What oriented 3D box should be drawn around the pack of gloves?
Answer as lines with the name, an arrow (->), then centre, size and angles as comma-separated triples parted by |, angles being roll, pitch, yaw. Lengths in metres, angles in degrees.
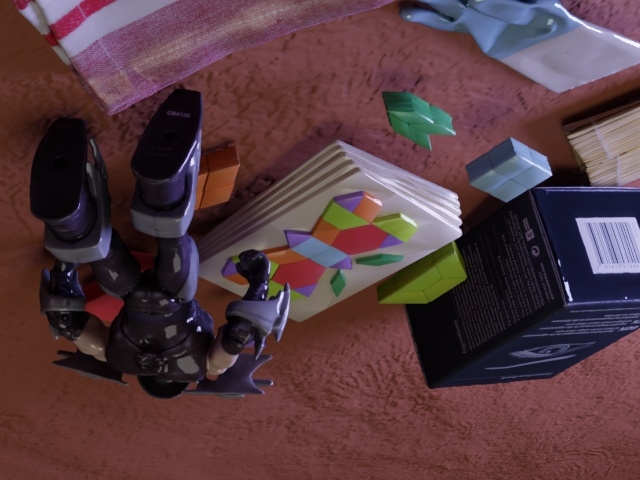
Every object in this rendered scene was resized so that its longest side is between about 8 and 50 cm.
pack of gloves -> 0.174, -0.170, 0.908 | 0.195, 0.046, 0.232 | -18, 160, 36

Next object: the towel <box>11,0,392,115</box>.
towel -> -0.065, -0.185, 0.700 | 0.237, 0.037, 0.329 | -22, 155, 6

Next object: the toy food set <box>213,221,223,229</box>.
toy food set -> -0.006, 0.018, 1.155 | 0.132, 0.038, 0.192 | -22, 155, 7

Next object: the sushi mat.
sushi mat -> 0.353, -0.120, 1.141 | 0.316, 0.019, 0.151 | -22, 156, 8

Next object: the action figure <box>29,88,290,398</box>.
action figure -> -0.116, 0.026, 0.988 | 0.185, 0.099, 0.285 | -2, 143, 1

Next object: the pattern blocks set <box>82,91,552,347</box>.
pattern blocks set -> 0.000, 0.000, 1.076 | 0.285, 0.026, 0.325 | 14, 140, -34

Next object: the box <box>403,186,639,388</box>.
box -> 0.192, 0.044, 1.241 | 0.153, 0.108, 0.207 | -1, 157, -34
